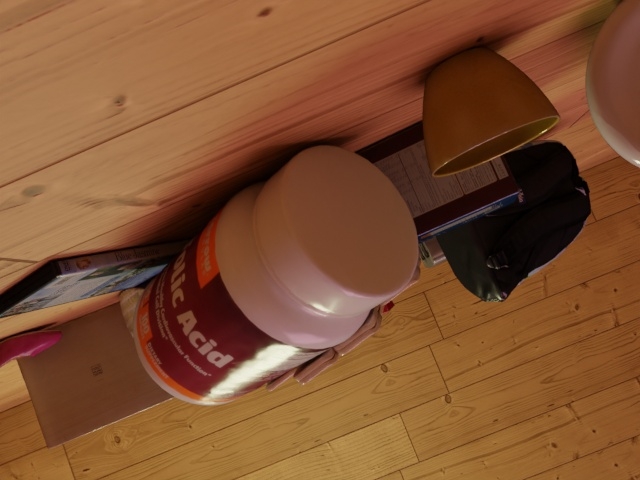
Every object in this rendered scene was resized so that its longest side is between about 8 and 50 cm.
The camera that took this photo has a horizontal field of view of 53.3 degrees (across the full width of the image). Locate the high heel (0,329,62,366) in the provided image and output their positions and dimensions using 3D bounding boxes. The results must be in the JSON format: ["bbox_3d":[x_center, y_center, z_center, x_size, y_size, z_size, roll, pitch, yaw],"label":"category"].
[{"bbox_3d":[-0.584,0.247,1.164,0.244,0.117,0.082,-18,172,-31],"label":"high heel"}]

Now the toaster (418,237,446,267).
[{"bbox_3d":[0.326,-0.012,1.804,0.110,0.186,0.168,-26,174,-2],"label":"toaster"}]

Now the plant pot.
[{"bbox_3d":[0.156,-0.135,0.640,0.134,0.095,0.134,-21,174,-3],"label":"plant pot"}]

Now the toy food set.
[{"bbox_3d":[-0.444,0.261,1.299,0.306,0.220,0.092,-22,173,-10],"label":"toy food set"}]

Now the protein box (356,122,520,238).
[{"bbox_3d":[0.158,-0.080,0.909,0.201,0.136,0.200,-24,174,14],"label":"protein box"}]

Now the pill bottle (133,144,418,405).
[{"bbox_3d":[-0.072,0.060,0.828,0.224,0.224,0.392,-16,165,-43],"label":"pill bottle"}]

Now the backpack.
[{"bbox_3d":[0.391,-0.070,1.306,0.355,0.290,0.273,-27,-176,-18],"label":"backpack"}]

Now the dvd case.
[{"bbox_3d":[-0.315,0.052,0.907,0.180,0.022,0.253,-26,173,33],"label":"dvd case"}]

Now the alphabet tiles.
[{"bbox_3d":[0.040,0.115,0.940,0.278,0.021,0.284,-40,-177,15],"label":"alphabet tiles"}]

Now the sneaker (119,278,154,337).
[{"bbox_3d":[-0.245,0.098,1.156,0.293,0.102,0.146,-28,172,42],"label":"sneaker"}]

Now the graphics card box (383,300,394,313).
[{"bbox_3d":[-0.024,0.140,1.661,0.370,0.233,0.094,-23,178,13],"label":"graphics card box"}]

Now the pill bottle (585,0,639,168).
[{"bbox_3d":[0.441,-0.176,0.751,0.210,0.210,0.363,-26,173,28],"label":"pill bottle"}]
